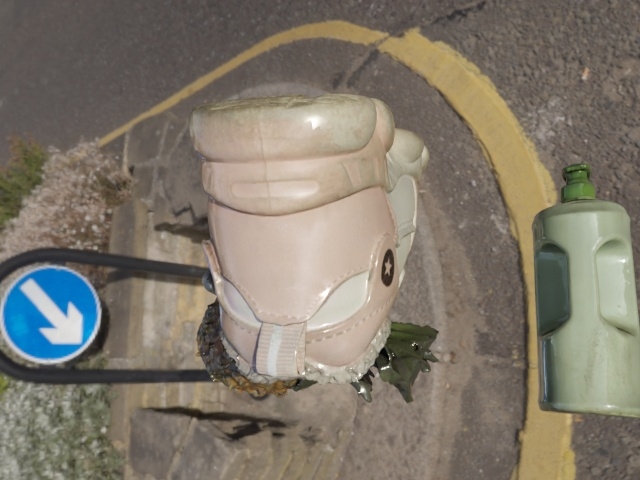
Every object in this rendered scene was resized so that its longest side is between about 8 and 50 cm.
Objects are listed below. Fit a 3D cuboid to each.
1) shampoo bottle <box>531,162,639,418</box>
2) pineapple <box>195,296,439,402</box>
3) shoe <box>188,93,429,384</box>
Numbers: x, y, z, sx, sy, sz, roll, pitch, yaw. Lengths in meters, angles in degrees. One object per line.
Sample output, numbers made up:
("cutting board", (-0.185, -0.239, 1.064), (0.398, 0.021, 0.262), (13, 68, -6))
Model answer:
("shampoo bottle", (0.242, 0.040, 0.521), (0.087, 0.118, 0.234), (-4, 72, 26))
("pineapple", (-0.019, 0.117, 0.635), (0.310, 0.170, 0.141), (-4, 66, 46))
("shoe", (-0.003, 0.000, 0.496), (0.171, 0.351, 0.198), (0, 90, 18))
